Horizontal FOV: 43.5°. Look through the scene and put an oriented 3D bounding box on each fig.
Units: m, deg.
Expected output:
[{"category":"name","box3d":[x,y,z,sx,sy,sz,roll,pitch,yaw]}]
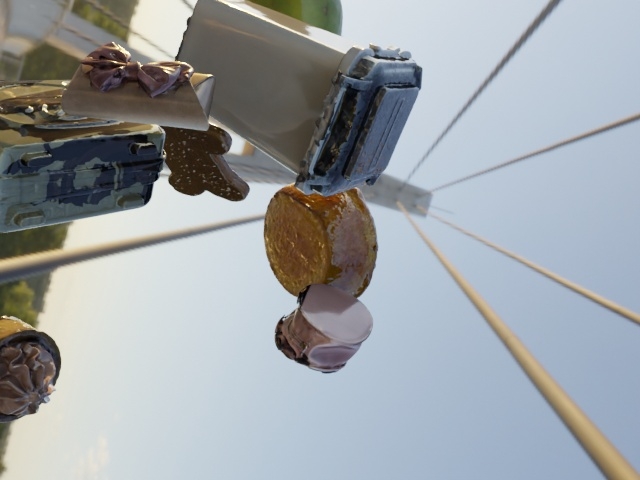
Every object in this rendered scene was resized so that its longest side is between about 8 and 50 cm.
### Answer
[{"category":"fig","box3d":[-0.070,-0.487,1.847,0.258,0.257,0.327,147,-65,-64]}]

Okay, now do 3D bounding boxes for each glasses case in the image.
[{"category":"glasses case","box3d":[-0.231,-0.211,1.036,0.070,0.193,0.103,91,7,-66]}]

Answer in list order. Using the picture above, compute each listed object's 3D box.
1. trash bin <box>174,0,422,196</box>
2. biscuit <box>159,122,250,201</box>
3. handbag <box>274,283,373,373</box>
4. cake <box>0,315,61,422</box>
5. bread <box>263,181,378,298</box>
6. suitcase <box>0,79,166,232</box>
[{"category":"trash bin","box3d":[-0.054,-0.252,1.320,0.296,0.367,0.256,-25,141,-60]},{"category":"biscuit","box3d":[-0.324,-0.252,1.968,0.064,0.282,0.432,-64,150,-28]},{"category":"handbag","box3d":[0.005,0.183,1.666,0.116,0.179,0.205,-63,-179,26]},{"category":"cake","box3d":[-0.586,0.258,1.566,0.208,0.178,0.185,-47,139,-42]},{"category":"bread","box3d":[-0.003,-0.001,1.832,0.312,0.172,0.312,21,-64,52]},{"category":"suitcase","box3d":[-0.474,-0.158,1.344,0.339,0.351,0.194,35,-59,31]}]
